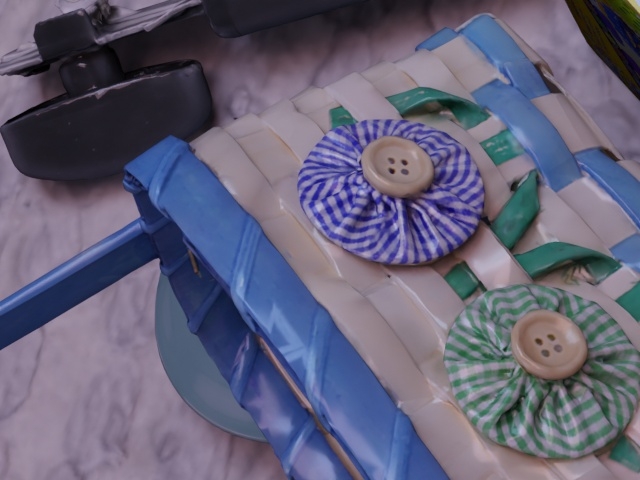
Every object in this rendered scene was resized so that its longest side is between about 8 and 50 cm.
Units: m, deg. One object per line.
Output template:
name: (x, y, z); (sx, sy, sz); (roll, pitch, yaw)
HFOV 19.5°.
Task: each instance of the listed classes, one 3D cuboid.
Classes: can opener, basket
can opener: (-0.024, -0.109, 0.881); (0.280, 0.074, 0.093); (-19, 102, 15)
basket: (0.000, 0.078, 0.609); (0.289, 0.201, 0.255); (-39, 65, -7)

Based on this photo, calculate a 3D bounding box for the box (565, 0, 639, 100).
box: (0.280, -0.108, 0.706); (0.290, 0.177, 0.279); (-40, 66, 4)

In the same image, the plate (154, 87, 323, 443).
plate: (0.000, 0.000, 0.822); (0.188, 0.024, 0.188); (-17, 52, 24)
